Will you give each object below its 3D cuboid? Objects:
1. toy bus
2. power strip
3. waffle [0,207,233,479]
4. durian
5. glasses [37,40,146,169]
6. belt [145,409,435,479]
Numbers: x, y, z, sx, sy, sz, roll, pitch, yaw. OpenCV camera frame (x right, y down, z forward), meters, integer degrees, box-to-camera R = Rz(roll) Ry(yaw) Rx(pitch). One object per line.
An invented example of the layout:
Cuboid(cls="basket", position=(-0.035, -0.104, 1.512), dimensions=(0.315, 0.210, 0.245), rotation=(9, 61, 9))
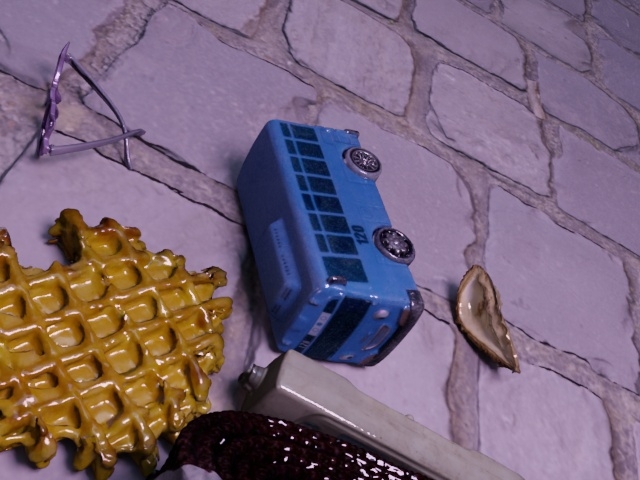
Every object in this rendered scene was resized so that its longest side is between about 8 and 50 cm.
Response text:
Cuboid(cls="toy bus", position=(0.000, 0.000, 0.744), dimensions=(0.134, 0.116, 0.233), rotation=(7, 47, -29))
Cuboid(cls="power strip", position=(0.061, 0.181, 0.644), dimensions=(0.286, 0.080, 0.048), rotation=(29, 47, -11))
Cuboid(cls="waffle", position=(-0.183, 0.073, 0.600), dimensions=(0.229, 0.051, 0.231), rotation=(25, 43, -18))
Cuboid(cls="durian", position=(0.189, 0.088, 0.828), dimensions=(0.052, 0.066, 0.130), rotation=(1, 61, -33))
Cuboid(cls="glasses", position=(-0.217, -0.121, 0.747), dimensions=(0.104, 0.062, 0.139), rotation=(16, 46, -24))
Cuboid(cls="belt", position=(0.007, 0.238, 0.495), dimensions=(0.289, 0.164, 0.184), rotation=(27, 15, -10))
